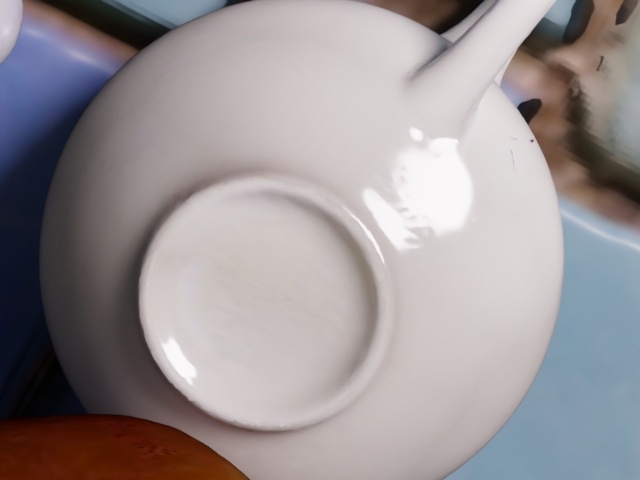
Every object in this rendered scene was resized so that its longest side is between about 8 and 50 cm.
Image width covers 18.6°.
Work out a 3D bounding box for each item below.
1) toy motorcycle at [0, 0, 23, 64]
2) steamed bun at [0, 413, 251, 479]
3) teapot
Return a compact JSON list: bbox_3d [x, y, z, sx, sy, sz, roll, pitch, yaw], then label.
[{"bbox_3d":[-0.112,-0.114,0.485,0.260,0.110,0.171,-12,127,0],"label":"toy motorcycle"},{"bbox_3d":[-0.116,0.186,0.497,0.235,0.248,0.379,-11,151,-21],"label":"steamed bun"},{"bbox_3d":[0.000,0.000,0.533,0.145,0.092,0.226,42,104,-4],"label":"teapot"}]
